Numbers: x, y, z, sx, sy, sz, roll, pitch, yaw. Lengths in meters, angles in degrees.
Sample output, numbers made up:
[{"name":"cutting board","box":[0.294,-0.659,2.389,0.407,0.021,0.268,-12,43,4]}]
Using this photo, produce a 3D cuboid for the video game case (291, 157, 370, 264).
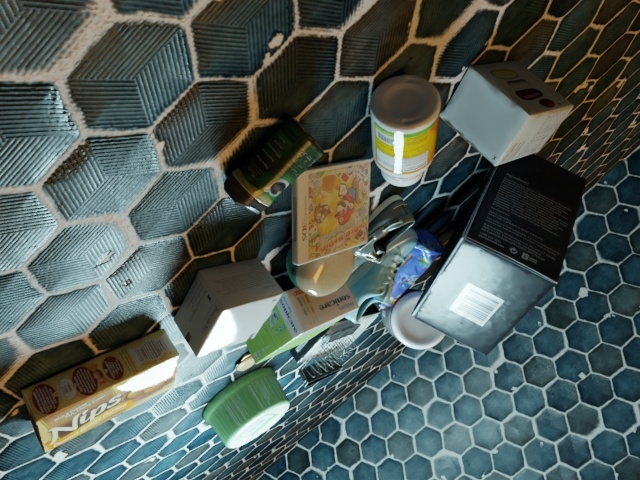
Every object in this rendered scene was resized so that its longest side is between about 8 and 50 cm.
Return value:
[{"name":"video game case","box":[0.027,-0.069,1.222,0.227,0.026,0.206,-17,116,-41]}]

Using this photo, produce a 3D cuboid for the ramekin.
[{"name":"ramekin","box":[-0.259,0.613,1.989,0.303,0.148,0.303,-32,155,-17]}]

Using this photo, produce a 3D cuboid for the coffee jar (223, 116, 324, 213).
[{"name":"coffee jar","box":[-0.088,-0.132,1.006,0.184,0.079,0.096,-43,158,6]}]

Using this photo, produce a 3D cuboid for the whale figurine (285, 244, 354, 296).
[{"name":"whale figurine","box":[0.000,0.000,1.344,0.216,0.141,0.272,-13,121,-44]}]

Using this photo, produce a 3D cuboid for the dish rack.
[{"name":"dish rack","box":[0.048,0.414,2.018,0.208,0.074,0.271,-12,144,-48]}]

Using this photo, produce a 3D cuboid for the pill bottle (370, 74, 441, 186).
[{"name":"pill bottle","box":[0.177,-0.219,1.162,0.136,0.136,0.245,-35,156,-9]}]

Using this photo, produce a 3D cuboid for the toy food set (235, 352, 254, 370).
[{"name":"toy food set","box":[-0.242,0.398,1.793,0.082,0.020,0.083,-47,155,18]}]

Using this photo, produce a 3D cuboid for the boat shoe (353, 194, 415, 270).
[{"name":"boat shoe","box":[0.146,0.015,1.575,0.319,0.099,0.116,-50,154,23]}]

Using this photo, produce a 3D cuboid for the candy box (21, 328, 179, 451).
[{"name":"candy box","box":[-0.488,0.337,1.247,0.316,0.087,0.183,-22,151,-33]}]

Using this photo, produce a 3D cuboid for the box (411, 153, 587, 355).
[{"name":"box","box":[0.575,0.034,1.795,0.471,0.297,0.480,-57,170,-36]}]

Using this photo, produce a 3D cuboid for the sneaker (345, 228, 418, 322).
[{"name":"sneaker","box":[0.204,0.126,1.792,0.366,0.150,0.135,-46,156,14]}]

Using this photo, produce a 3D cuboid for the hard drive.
[{"name":"hard drive","box":[0.064,0.350,2.097,0.237,0.064,0.339,-50,155,24]}]

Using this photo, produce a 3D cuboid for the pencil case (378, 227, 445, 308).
[{"name":"pencil case","box":[0.291,0.097,1.906,0.133,0.119,0.306,9,129,-47]}]

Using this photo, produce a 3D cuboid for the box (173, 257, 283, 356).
[{"name":"box","box":[-0.215,0.153,1.279,0.182,0.119,0.181,-11,143,-47]}]

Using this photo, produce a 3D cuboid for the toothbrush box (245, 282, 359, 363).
[{"name":"toothbrush box","box":[-0.064,0.217,1.522,0.206,0.122,0.283,-17,165,-41]}]

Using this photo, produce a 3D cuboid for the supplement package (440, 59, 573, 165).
[{"name":"supplement package","box":[0.444,-0.311,1.313,0.203,0.194,0.149,-20,149,-38]}]

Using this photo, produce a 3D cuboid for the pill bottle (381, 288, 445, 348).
[{"name":"pill bottle","box":[0.349,0.290,2.112,0.210,0.210,0.363,-38,180,-4]}]
